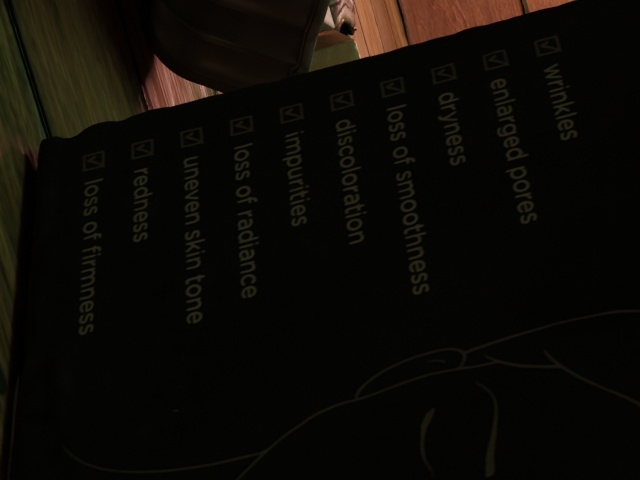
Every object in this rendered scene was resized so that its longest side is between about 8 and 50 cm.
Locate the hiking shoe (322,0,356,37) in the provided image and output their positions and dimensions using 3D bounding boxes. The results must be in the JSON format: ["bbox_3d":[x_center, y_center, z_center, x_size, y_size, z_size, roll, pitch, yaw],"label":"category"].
[{"bbox_3d":[0.006,-0.303,2.102,0.227,0.086,0.114,-58,146,-69],"label":"hiking shoe"}]

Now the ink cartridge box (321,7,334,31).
[{"bbox_3d":[-0.067,-0.312,1.624,0.160,0.093,0.219,-16,91,-81],"label":"ink cartridge box"}]

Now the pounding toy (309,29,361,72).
[{"bbox_3d":[0.010,-0.107,1.649,0.206,0.094,0.181,-128,-158,-74],"label":"pounding toy"}]

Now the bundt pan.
[{"bbox_3d":[-0.060,-0.266,1.244,0.331,0.124,0.330,-171,-90,-81],"label":"bundt pan"}]

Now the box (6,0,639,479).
[{"bbox_3d":[0.112,0.140,0.845,0.479,0.472,0.297,-94,165,-44],"label":"box"}]
